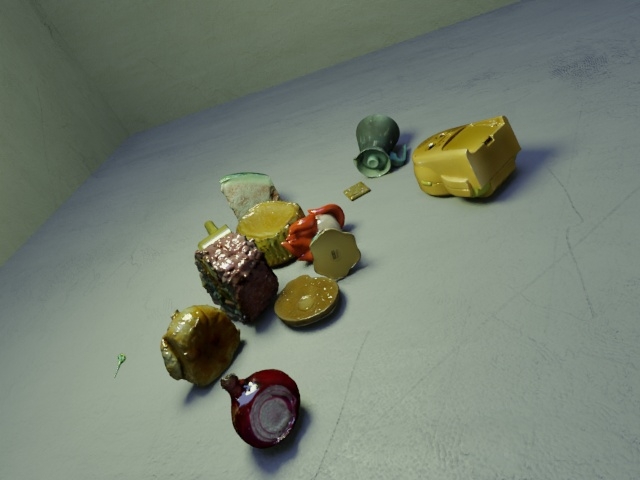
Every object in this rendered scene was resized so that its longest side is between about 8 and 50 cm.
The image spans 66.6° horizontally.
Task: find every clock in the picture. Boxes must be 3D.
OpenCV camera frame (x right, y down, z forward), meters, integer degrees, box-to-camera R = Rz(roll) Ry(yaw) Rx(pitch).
[{"bbox_3d":[0.437,-0.257,1.550,0.244,0.200,0.317,-39,27,-22],"label":"clock"}]

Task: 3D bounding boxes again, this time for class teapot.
[{"bbox_3d":[0.226,-0.357,1.859,0.203,0.171,0.225,11,49,2],"label":"teapot"}]

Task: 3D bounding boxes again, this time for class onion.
[{"bbox_3d":[-0.151,0.364,1.110,0.135,0.198,0.173,-33,20,55],"label":"onion"}]

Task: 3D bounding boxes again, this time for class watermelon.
[{"bbox_3d":[-0.266,-0.163,1.898,0.193,0.310,0.231,-31,71,-5],"label":"watermelon"}]

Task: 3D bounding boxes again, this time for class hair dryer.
[{"bbox_3d":[-0.421,-0.016,1.909,0.135,0.090,0.279,-36,28,-9],"label":"hair dryer"}]

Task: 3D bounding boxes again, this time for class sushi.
[{"bbox_3d":[-0.252,0.100,1.456,0.236,0.270,0.171,25,54,35],"label":"sushi"}]

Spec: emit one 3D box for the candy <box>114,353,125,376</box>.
[{"bbox_3d":[-0.641,0.398,1.551,0.023,0.025,0.083,-41,34,32],"label":"candy"}]

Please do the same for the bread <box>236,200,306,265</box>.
[{"bbox_3d":[-0.158,-0.029,1.683,0.253,0.142,0.227,16,51,42],"label":"bread"}]

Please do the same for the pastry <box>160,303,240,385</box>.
[{"bbox_3d":[-0.322,0.284,1.339,0.100,0.218,0.229,1,7,40],"label":"pastry"}]

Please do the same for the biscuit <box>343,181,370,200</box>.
[{"bbox_3d":[0.132,-0.183,1.796,0.083,0.018,0.081,-29,33,-3],"label":"biscuit"}]

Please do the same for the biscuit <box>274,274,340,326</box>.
[{"bbox_3d":[-0.036,0.176,1.399,0.208,0.049,0.181,1,43,36],"label":"biscuit"}]

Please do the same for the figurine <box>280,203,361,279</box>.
[{"bbox_3d":[0.000,-0.009,1.522,0.208,0.181,0.257,-54,24,12],"label":"figurine"}]
